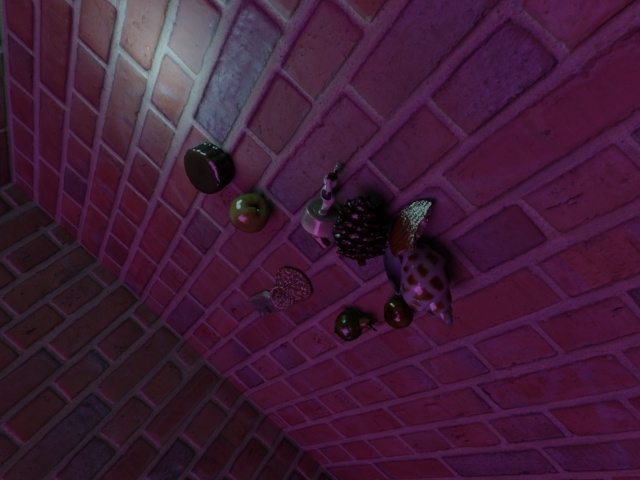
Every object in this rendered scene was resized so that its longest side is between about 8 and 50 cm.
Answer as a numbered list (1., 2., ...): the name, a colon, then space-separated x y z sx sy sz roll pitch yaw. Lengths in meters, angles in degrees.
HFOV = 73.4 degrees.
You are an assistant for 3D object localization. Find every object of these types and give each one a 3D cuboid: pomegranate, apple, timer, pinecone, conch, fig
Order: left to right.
1. apple: -0.324 -0.125 1.956 0.200 0.200 0.199 20 134 22
2. timer: 0.029 -0.164 1.677 0.175 0.175 0.265 27 133 15
3. pomegranate: 0.169 0.419 2.083 0.221 0.156 0.156 7 129 20
4. pinecone: 0.149 -0.037 1.622 0.225 0.224 0.272 3 100 35
5. fig: 0.340 0.324 1.890 0.135 0.121 0.152 61 174 36
6. conch: 0.375 0.147 1.619 0.249 0.197 0.367 -39 54 54

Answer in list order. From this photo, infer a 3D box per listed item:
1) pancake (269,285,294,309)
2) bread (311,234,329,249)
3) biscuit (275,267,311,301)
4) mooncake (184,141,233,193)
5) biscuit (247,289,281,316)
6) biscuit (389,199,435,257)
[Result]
1. pancake: -0.211 0.309 2.326 0.152 0.025 0.151 7 112 19
2. bread: 0.000 0.000 1.931 0.083 0.036 0.047 49 130 -7
3. biscuit: -0.141 0.230 2.222 0.220 0.033 0.219 15 128 20
4. mooncake: -0.508 -0.332 1.962 0.229 0.124 0.228 21 131 26
5. biscuit: -0.308 0.361 2.457 0.250 0.046 0.147 -27 106 46
6. biscuit: 0.333 -0.049 1.557 0.031 0.176 0.229 20 134 -39
